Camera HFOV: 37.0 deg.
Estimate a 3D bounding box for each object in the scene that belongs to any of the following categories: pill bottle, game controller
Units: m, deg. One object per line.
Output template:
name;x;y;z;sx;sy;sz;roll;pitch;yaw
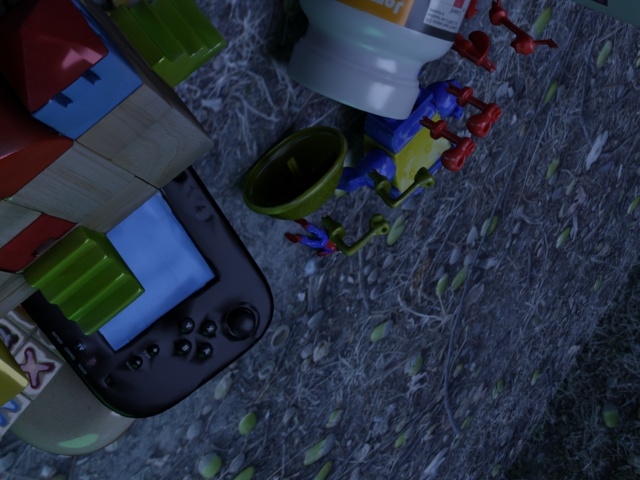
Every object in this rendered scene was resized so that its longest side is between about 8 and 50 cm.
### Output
pill bottle;0.073;-0.269;0.913;0.162;0.162;0.279;-3;118;-55
game controller;-0.170;-0.013;0.737;0.166;0.067;0.319;-40;113;-19

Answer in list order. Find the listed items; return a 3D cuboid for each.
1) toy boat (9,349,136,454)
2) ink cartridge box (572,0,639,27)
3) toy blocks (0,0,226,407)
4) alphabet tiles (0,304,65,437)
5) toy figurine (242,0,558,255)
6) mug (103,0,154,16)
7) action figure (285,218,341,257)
toy boat;-0.198;0.086;0.878;0.231;0.151;0.151;-52;178;-12
ink cartridge box;0.296;-0.327;0.982;0.176;0.370;0.069;-49;148;-15
toy blocks;-0.227;-0.027;0.517;0.381;0.191;0.261;-38;169;2
alphabet tiles;-0.246;0.009;0.750;0.237;0.009;0.198;-51;121;-13
toy figurine;0.099;-0.090;1.093;0.362;0.191;0.217;-48;152;-16
mug;-0.147;-0.176;0.790;0.064;0.078;0.062;98;4;-47
action figure;0.000;0.000;1.171;0.115;0.030;0.038;21;93;-61
